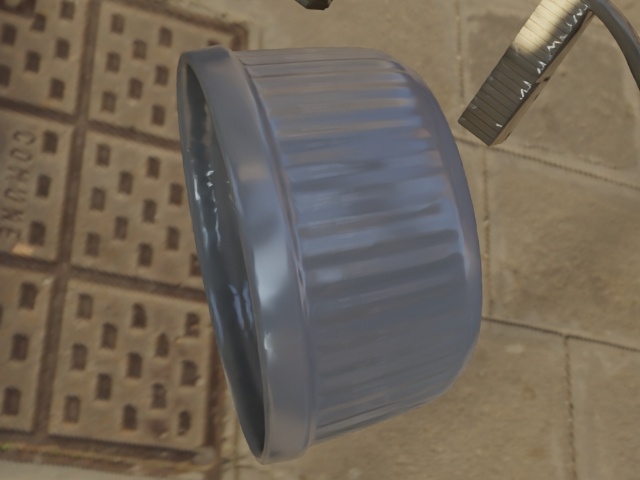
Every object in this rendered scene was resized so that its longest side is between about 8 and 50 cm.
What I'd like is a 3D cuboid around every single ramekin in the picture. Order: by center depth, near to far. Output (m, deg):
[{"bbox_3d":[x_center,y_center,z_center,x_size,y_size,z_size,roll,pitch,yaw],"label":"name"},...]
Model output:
[{"bbox_3d":[0.000,0.000,0.522,0.109,0.207,0.207,-10,73,-12],"label":"ramekin"}]

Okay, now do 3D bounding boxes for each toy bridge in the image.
[{"bbox_3d":[0.074,-0.062,0.359,0.188,0.063,0.026,39,21,14],"label":"toy bridge"}]
